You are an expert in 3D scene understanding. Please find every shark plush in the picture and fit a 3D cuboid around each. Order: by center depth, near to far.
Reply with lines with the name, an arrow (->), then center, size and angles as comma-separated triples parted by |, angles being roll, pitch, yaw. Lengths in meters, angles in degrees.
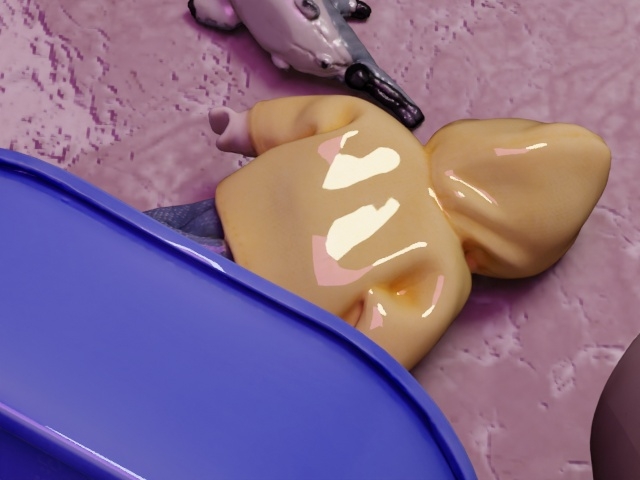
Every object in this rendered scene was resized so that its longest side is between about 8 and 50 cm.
shark plush -> 0.002, -0.127, 0.889 | 0.161, 0.073, 0.067 | 39, 41, 26

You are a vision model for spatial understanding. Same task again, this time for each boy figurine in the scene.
boy figurine -> 0.000, 0.000, 0.800 | 0.285, 0.092, 0.177 | -22, 63, -8

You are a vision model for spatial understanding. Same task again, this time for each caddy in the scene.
caddy -> -0.101, 0.110, 0.654 | 0.341, 0.241, 0.179 | 29, 31, 3

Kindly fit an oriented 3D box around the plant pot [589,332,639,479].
plant pot -> 0.240, 0.144, 0.608 | 0.323, 0.323, 0.280 | -20, 47, -6
